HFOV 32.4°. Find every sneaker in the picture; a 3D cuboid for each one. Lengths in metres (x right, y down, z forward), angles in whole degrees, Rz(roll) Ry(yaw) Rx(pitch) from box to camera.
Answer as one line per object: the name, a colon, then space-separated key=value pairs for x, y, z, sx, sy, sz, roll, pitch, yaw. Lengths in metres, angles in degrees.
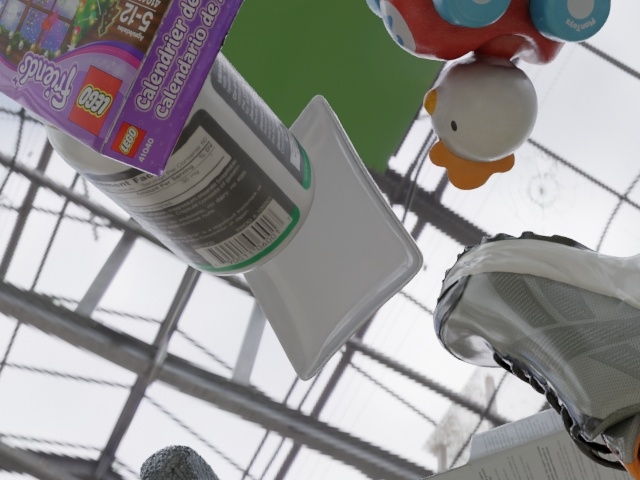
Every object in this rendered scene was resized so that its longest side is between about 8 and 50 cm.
sneaker: x=0.138 y=0.060 z=0.554 sx=0.100 sy=0.271 sz=0.108 roll=28 pitch=-104 yaw=-25

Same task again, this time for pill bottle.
pill bottle: x=-0.171 y=-0.126 z=1.217 sx=0.204 sy=0.204 sz=0.361 roll=-25 pitch=-38 yaw=15

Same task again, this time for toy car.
toy car: x=0.152 y=-0.169 z=1.138 sx=0.210 sy=0.219 sz=0.238 roll=4 pitch=-80 yaw=-20

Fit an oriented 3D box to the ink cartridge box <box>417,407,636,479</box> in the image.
ink cartridge box: x=0.335 y=0.385 z=1.540 sx=0.330 sy=0.071 sz=0.324 roll=-19 pitch=-65 yaw=7

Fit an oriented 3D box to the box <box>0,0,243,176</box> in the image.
box: x=-0.168 y=-0.188 z=0.787 sx=0.057 sy=0.293 sz=0.201 roll=21 pitch=-84 yaw=-47

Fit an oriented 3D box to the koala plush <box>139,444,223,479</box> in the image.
koala plush: x=-0.199 y=0.392 z=1.306 sx=0.221 sy=0.196 sz=0.203 roll=-27 pitch=-53 yaw=15

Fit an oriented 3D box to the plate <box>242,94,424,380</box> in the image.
plate: x=0.000 y=0.000 z=1.450 sx=0.277 sy=0.045 sz=0.278 roll=-48 pitch=-119 yaw=36
